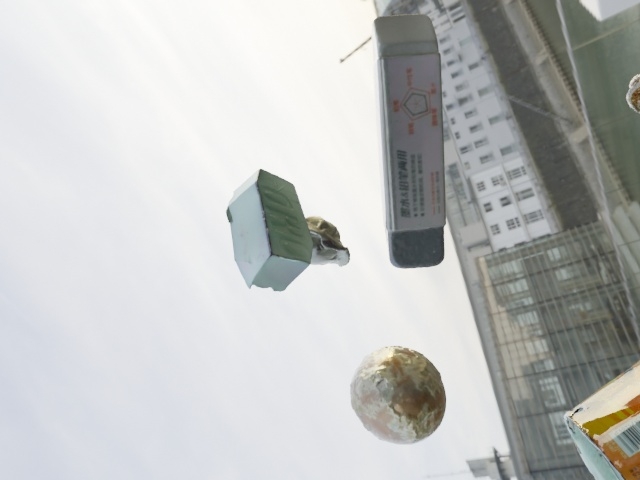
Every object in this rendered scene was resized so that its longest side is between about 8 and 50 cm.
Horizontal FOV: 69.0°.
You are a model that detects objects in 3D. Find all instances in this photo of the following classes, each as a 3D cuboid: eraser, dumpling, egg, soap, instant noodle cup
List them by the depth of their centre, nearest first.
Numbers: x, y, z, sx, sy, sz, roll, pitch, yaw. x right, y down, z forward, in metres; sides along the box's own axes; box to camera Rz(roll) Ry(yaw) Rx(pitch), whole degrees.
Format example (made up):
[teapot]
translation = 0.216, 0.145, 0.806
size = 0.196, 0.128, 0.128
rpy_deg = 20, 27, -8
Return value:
[instant noodle cup]
translation = 0.386, 0.219, 0.475
size = 0.230, 0.182, 0.230
rpy_deg = 58, -176, -7
[eraser]
translation = 0.126, -0.135, 0.656
size = 0.061, 0.089, 0.351
rpy_deg = -103, 8, -78
[soap]
translation = -0.092, -0.019, 0.895
size = 0.145, 0.091, 0.230
rpy_deg = 17, -137, -45
[egg]
translation = 0.167, 0.330, 0.993
size = 0.245, 0.204, 0.203
rpy_deg = -172, 58, -79
[dumpling]
translation = 0.000, 0.000, 1.022
size = 0.188, 0.127, 0.108
rpy_deg = 43, -116, -29

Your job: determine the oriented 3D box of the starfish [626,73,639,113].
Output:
[starfish]
translation = 0.625, -0.188, 0.671
size = 0.303, 0.312, 0.113
rpy_deg = 44, 180, 22
